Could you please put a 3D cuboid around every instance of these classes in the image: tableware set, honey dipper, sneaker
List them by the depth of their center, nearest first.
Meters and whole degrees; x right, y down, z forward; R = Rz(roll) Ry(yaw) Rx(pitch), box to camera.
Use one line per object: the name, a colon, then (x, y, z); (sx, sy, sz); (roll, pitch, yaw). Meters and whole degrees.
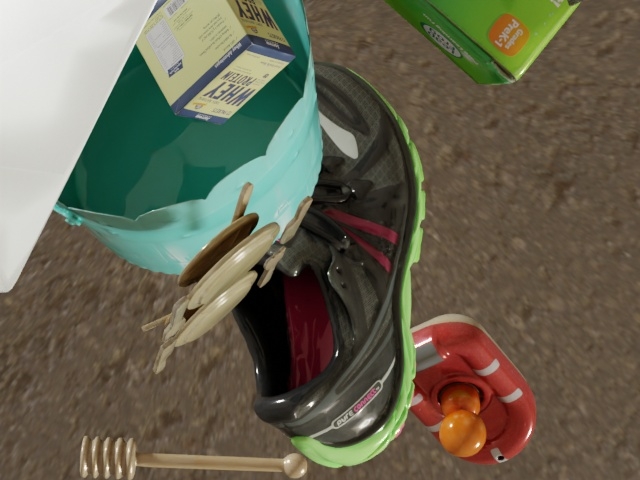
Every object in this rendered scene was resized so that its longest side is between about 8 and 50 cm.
honey dipper: (-0.089, 0.157, 0.964); (0.160, 0.030, 0.030); (3, 99, -3)
tableware set: (-0.081, 0.026, 1.002); (0.128, 0.194, 0.039); (-40, 83, -22)
sneaker: (0.000, 0.000, 1.488); (0.185, 0.202, 0.483); (-21, 60, 31)

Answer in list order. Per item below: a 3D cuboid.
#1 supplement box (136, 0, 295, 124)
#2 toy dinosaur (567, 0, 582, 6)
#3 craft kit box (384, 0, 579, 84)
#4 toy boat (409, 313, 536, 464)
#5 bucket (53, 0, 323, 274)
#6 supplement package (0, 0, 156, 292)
supplement box: (-0.079, -0.144, 0.981); (0.083, 0.056, 0.083); (-40, 68, 25)
toy dinosaur: (0.178, -0.125, 0.349); (0.064, 0.268, 0.118); (11, 88, -44)
craft kit box: (0.052, -0.230, 0.492); (0.246, 0.061, 0.250); (40, 88, -9)
toy boat: (0.181, 0.214, 1.732); (0.151, 0.151, 0.231); (-27, 124, 24)
bucket: (-0.129, -0.112, 1.167); (0.281, 0.183, 0.281); (-3, 67, 7)
supplement package: (-0.201, -0.098, 0.450); (0.203, 0.194, 0.149); (38, 106, 29)
